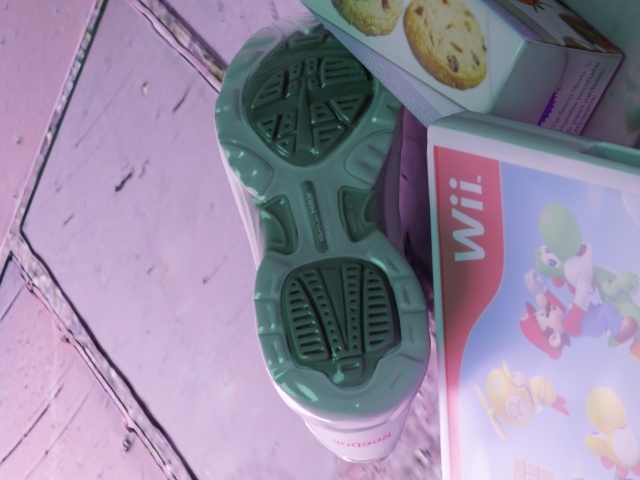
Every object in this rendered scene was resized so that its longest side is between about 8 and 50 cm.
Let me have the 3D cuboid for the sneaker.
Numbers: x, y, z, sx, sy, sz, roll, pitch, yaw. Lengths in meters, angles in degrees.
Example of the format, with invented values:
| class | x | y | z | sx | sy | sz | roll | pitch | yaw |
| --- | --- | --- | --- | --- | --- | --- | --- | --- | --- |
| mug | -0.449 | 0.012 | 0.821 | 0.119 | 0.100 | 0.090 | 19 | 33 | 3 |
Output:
| class | x | y | z | sx | sy | sz | roll | pitch | yaw |
| --- | --- | --- | --- | --- | --- | --- | --- | --- | --- |
| sneaker | 0.000 | 0.000 | 0.795 | 0.115 | 0.090 | 0.232 | 86 | -179 | -58 |

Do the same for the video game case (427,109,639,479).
| class | x | y | z | sx | sy | sz | roll | pitch | yaw |
| --- | --- | --- | --- | --- | --- | --- | --- | --- | --- |
| video game case | 0.148 | 0.075 | 0.614 | 0.285 | 0.025 | 0.204 | 19 | 120 | 47 |

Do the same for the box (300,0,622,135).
| class | x | y | z | sx | sy | sz | roll | pitch | yaw |
| --- | --- | --- | --- | --- | --- | --- | --- | --- | --- |
| box | 0.012 | -0.148 | 0.804 | 0.324 | 0.063 | 0.067 | 50 | 124 | 38 |
